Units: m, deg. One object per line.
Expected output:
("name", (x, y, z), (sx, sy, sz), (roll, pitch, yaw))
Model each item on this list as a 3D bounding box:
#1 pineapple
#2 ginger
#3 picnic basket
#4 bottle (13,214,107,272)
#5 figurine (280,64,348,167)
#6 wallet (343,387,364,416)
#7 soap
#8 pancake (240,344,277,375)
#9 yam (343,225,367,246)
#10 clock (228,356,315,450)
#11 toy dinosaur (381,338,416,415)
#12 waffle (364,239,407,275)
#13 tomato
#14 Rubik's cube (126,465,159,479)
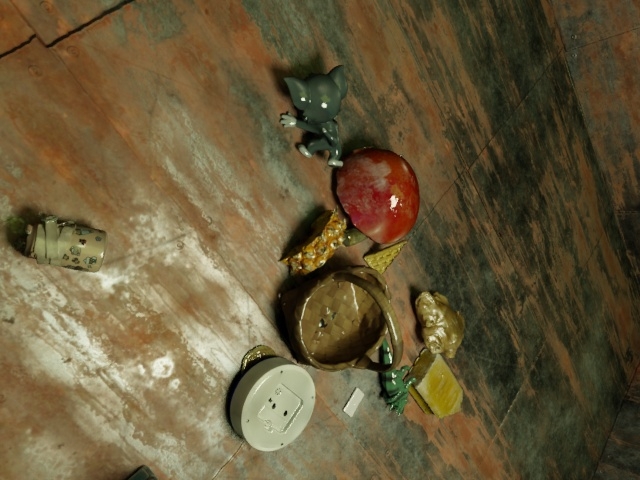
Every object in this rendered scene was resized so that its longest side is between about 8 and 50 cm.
("pineapple", (0.001, 0.001, 1.266), (0.079, 0.135, 0.233), (47, 66, -28))
("ginger", (0.396, 0.276, 1.585), (0.270, 0.123, 0.218), (40, 49, -25))
("picnic basket", (0.096, 0.214, 1.232), (0.337, 0.337, 0.292), (-23, 105, -35))
("bottle", (-0.508, 0.007, 0.903), (0.152, 0.099, 0.098), (16, 81, -33))
("figurine", (-0.007, -0.328, 1.254), (0.193, 0.140, 0.265), (-11, 83, -20))
("wallet", (0.103, 0.506, 1.436), (0.044, 0.011, 0.083), (50, 63, -28))
("soap", (0.411, 0.528, 1.630), (0.160, 0.080, 0.257), (-49, 118, -25))
("pancake", (-0.162, 0.334, 1.228), (0.115, 0.011, 0.114), (0, 90, -39))
("yam", (0.163, -0.036, 1.437), (0.253, 0.061, 0.061), (-19, 102, -37))
("clock", (-0.123, 0.428, 1.208), (0.231, 0.083, 0.230), (-6, 101, -35))
("toy dinosaur", (0.246, 0.432, 1.504), (0.120, 0.079, 0.291), (-7, 92, -39))
("waffle", (0.222, 0.059, 1.437), (0.097, 0.153, 0.023), (54, 28, -22))
("tomato", (0.202, -0.148, 1.358), (0.309, 0.170, 0.308), (11, 67, -27))
("Rubik's cube", (-0.364, 0.677, 0.929), (0.253, 0.256, 0.258), (-35, 112, -32))
